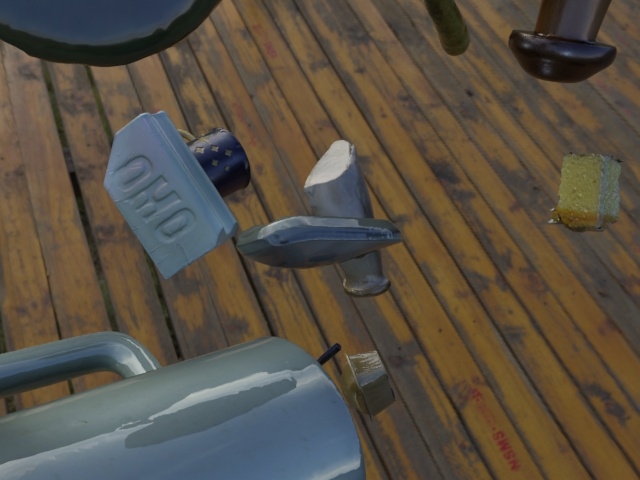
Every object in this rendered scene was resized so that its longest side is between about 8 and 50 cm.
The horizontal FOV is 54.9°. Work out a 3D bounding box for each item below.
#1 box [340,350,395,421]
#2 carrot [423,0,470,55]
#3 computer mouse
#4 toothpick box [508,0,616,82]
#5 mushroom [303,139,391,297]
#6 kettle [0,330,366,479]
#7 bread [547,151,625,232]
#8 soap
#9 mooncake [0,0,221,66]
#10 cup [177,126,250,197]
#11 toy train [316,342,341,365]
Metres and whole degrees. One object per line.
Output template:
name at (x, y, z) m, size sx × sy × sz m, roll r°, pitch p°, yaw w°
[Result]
box at (0.098, 0.313, 1.339) m, size 0.111 × 0.177 × 0.111 m, roll -12°, pitch 42°, yaw 11°
carrot at (0.284, -0.503, 1.390) m, size 0.074 × 0.359 × 0.074 m, roll -2°, pitch 86°, yaw 21°
computer mouse at (0.001, 0.007, 1.181) m, size 0.331 × 0.197 × 0.094 m, roll 0°, pitch 87°, yaw -31°
toothpick box at (0.458, -0.433, 1.104) m, size 0.192 × 0.294 × 0.192 m, roll 9°, pitch 23°, yaw -4°
mushroom at (0.071, -0.036, 1.543) m, size 0.138 × 0.407 × 0.154 m, roll -6°, pitch 22°, yaw 29°
kettle at (-0.156, 0.183, 0.491) m, size 0.318 × 0.205 × 0.264 m, roll -11°, pitch 73°, yaw -40°
bread at (0.500, -0.082, 1.115) m, size 0.127 × 0.147 × 0.152 m, roll 5°, pitch 7°, yaw 1°
soap at (-0.309, -0.090, 1.223) m, size 0.289 × 0.173 × 0.095 m, roll 58°, pitch 20°, yaw -4°
mooncake at (-0.243, -0.370, 0.639) m, size 0.357 × 0.356 × 0.194 m, roll 0°, pitch 26°, yaw -11°
cup at (-0.358, -0.171, 1.591) m, size 0.256 × 0.178 × 0.255 m, roll -33°, pitch 38°, yaw -32°
toy train at (0.015, 0.269, 1.435) m, size 0.017 × 0.083 × 0.017 m, roll 35°, pitch 24°, yaw -26°
